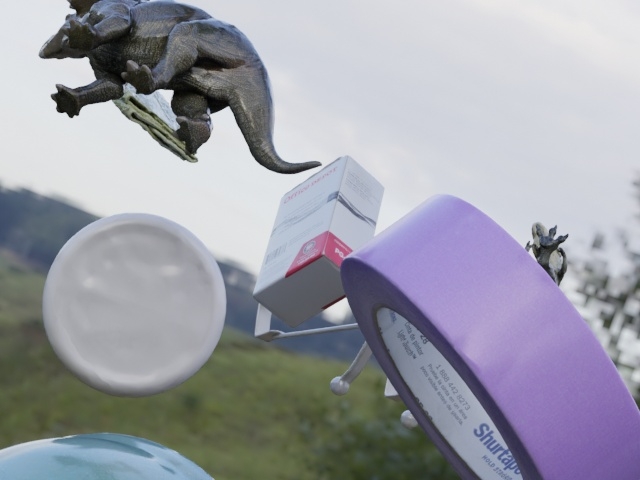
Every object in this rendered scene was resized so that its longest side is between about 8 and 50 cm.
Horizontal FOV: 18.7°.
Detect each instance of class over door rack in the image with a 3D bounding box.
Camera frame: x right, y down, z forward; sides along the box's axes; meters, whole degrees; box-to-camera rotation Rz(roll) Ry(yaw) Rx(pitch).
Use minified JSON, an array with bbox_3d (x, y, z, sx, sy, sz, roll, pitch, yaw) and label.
[{"bbox_3d":[0.093,0.163,2.267,0.239,0.108,0.324,27,-12,-33],"label":"over door rack"}]

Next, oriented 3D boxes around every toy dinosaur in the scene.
[{"bbox_3d":[0.213,0.058,2.007,0.064,0.268,0.118,12,-42,17],"label":"toy dinosaur"},{"bbox_3d":[-0.124,-0.155,1.645,0.313,0.121,0.160,18,39,22],"label":"toy dinosaur"}]

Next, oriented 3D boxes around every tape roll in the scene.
[{"bbox_3d":[0.130,0.101,1.461,0.275,0.090,0.275,51,-12,15],"label":"tape roll"}]

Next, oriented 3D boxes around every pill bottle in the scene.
[{"bbox_3d":[-0.181,0.067,1.870,0.169,0.169,0.301,21,-7,-4],"label":"pill bottle"}]

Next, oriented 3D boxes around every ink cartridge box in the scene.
[{"bbox_3d":[0.000,0.000,2.007,0.063,0.150,0.109,39,-48,-23],"label":"ink cartridge box"}]

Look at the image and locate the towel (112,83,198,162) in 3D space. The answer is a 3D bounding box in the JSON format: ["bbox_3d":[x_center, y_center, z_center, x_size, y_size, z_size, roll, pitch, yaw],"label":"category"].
[{"bbox_3d":[-0.181,-0.137,1.971,0.110,0.027,0.148,40,9,-36],"label":"towel"}]

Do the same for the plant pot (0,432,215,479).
[{"bbox_3d":[-0.204,0.274,1.347,0.293,0.293,0.196,18,-1,25],"label":"plant pot"}]
